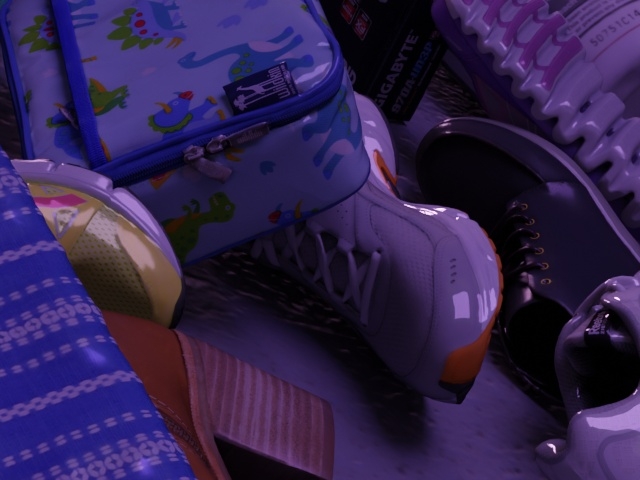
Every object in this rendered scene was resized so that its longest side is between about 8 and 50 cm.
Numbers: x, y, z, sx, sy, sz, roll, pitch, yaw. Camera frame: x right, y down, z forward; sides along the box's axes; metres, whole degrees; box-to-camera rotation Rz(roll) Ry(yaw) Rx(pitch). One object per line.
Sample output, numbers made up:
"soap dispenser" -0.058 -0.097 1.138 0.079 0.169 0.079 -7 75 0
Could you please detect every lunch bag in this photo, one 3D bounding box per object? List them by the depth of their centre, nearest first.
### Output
"lunch bag" -0.077 -0.079 1.013 0.176 0.090 0.219 -20 37 1

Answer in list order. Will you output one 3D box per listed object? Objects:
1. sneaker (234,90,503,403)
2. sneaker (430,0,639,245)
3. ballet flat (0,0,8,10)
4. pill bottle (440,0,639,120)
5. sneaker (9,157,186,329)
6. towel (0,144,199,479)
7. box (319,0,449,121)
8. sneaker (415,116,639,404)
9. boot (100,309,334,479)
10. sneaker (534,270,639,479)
"sneaker" 0.000 0.000 1.044 0.121 0.099 0.262 6 27 -28
"sneaker" 0.145 -0.065 1.254 0.236 0.104 0.095 49 39 3
"ballet flat" -0.226 -0.150 1.064 0.083 0.087 0.247 36 26 13
"pill bottle" 0.159 -0.170 1.416 0.161 0.161 0.283 3 37 -43
"sneaker" -0.163 0.003 0.881 0.208 0.081 0.094 23 33 0
"towel" -0.158 0.095 0.634 0.243 0.040 0.336 -17 50 -24
"box" 0.037 -0.216 1.355 0.051 0.175 0.220 8 34 -34
"sneaker" 0.120 0.005 1.151 0.222 0.083 0.118 44 29 24
"boot" -0.102 0.110 0.710 0.220 0.109 0.283 19 34 -13
"sneaker" 0.195 0.047 1.049 0.118 0.110 0.292 30 43 -5
